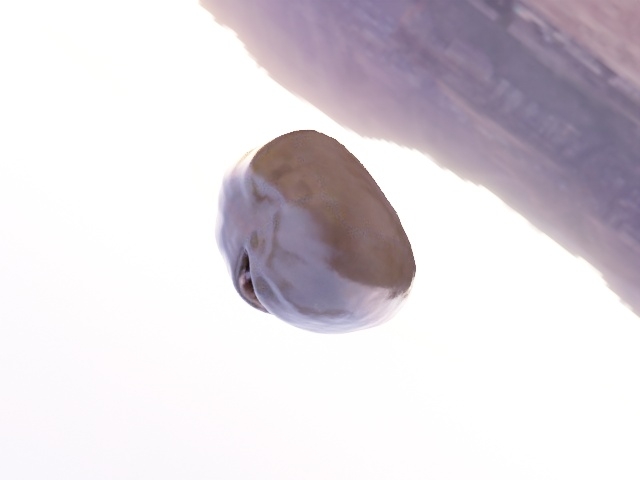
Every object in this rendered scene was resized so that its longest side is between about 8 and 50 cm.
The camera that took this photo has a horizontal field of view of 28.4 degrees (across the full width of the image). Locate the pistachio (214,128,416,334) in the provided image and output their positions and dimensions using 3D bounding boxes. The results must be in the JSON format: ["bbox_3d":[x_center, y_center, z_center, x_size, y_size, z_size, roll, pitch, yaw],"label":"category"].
[{"bbox_3d":[0.000,0.000,0.851,0.124,0.124,0.185,44,-174,35],"label":"pistachio"}]
